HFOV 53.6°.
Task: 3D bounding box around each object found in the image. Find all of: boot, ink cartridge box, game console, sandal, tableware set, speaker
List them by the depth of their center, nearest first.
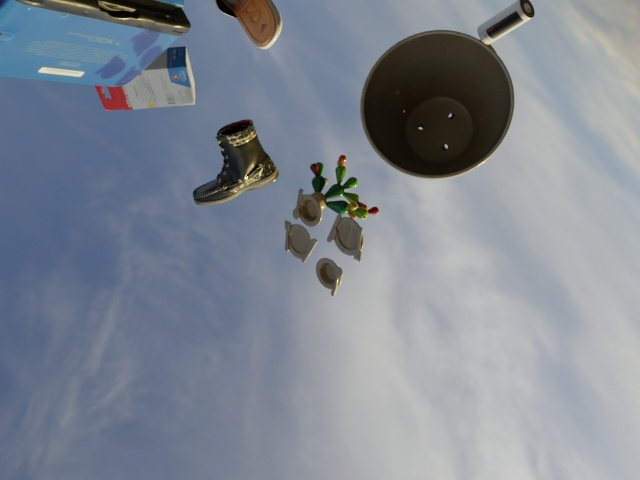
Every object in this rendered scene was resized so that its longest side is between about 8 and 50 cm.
[{"bbox_3d":[-0.329,-0.351,0.852,0.293,0.250,0.174,-15,-102,-60],"label":"game console"},{"bbox_3d":[0.000,0.000,1.049,0.168,0.141,0.020,39,-140,27],"label":"tableware set"},{"bbox_3d":[-0.157,-0.475,1.223,0.076,0.102,0.265,15,-146,-50],"label":"sandal"},{"bbox_3d":[0.454,-0.538,1.559,0.055,0.136,0.055,11,-109,-34],"label":"speaker"},{"bbox_3d":[-0.440,-0.404,1.591,0.230,0.134,0.078,-5,-121,-4],"label":"ink cartridge box"},{"bbox_3d":[-0.242,-0.198,1.619,0.085,0.236,0.179,-105,-6,-50],"label":"boot"}]

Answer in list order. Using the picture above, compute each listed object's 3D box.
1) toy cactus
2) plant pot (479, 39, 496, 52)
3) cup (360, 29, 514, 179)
[{"bbox_3d":[0.027,-0.117,1.589,0.180,0.112,0.219,-29,-111,-23],"label":"toy cactus"},{"bbox_3d":[0.427,-0.477,1.697,0.083,0.081,0.081,47,-127,11],"label":"plant pot"},{"bbox_3d":[0.275,-0.286,1.485,0.331,0.331,0.237,56,-172,12],"label":"cup"}]
